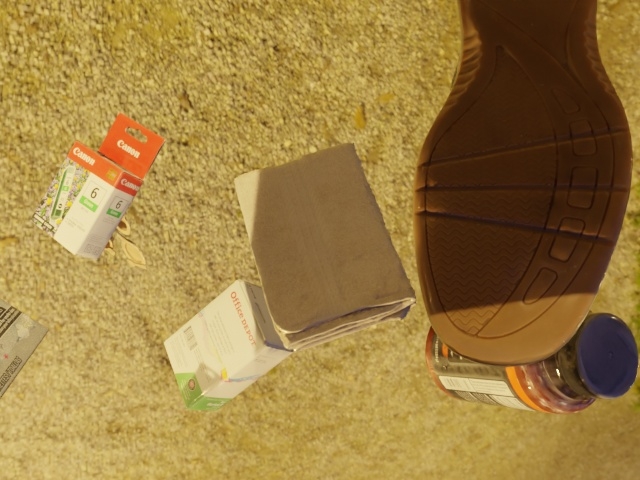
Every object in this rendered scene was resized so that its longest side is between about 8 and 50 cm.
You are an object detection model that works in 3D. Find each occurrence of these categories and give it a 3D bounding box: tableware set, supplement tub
[{"bbox_3d":[-0.375,-0.022,1.118,0.020,0.141,0.169,-43,144,-36],"label":"tableware set"},{"bbox_3d":[0.193,0.106,0.587,0.106,0.106,0.198,1,171,-24],"label":"supplement tub"}]

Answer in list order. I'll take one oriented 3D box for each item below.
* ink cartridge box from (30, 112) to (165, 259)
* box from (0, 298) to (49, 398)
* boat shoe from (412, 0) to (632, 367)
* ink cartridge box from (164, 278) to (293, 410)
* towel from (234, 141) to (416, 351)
[{"bbox_3d":[-0.182,-0.049,0.509,0.115,0.062,0.029,-60,155,1],"label":"ink cartridge box"},{"bbox_3d":[-0.521,0.197,0.871,0.142,0.247,0.163,37,105,-16],"label":"box"},{"bbox_3d":[0.116,-0.063,0.361,0.104,0.285,0.089,7,159,17],"label":"boat shoe"},{"bbox_3d":[-0.176,0.200,1.180,0.212,0.154,0.093,-41,146,18],"label":"ink cartridge box"},{"bbox_3d":[0.000,0.000,0.837,0.187,0.282,0.049,-17,150,-1],"label":"towel"}]
